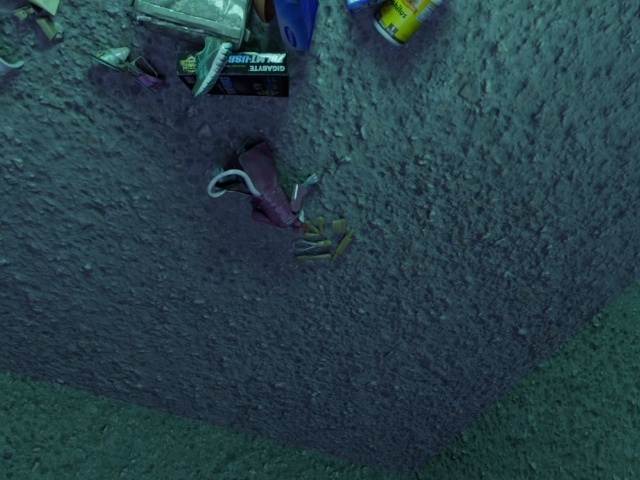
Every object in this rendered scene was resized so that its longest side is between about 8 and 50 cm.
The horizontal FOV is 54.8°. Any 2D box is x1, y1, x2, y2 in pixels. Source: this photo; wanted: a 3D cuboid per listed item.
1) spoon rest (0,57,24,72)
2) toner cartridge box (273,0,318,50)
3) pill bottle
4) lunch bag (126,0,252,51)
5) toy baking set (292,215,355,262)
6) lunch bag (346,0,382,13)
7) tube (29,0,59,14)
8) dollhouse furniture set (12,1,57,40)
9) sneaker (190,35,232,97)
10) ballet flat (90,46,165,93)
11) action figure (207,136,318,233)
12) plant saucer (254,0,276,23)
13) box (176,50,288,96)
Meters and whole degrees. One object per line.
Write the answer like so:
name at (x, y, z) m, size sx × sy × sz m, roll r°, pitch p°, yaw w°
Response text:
spoon rest at (-0.956, -0.587, 1.726) m, size 0.137 × 0.084 × 0.276 m, roll -21°, pitch 128°, yaw 15°
toner cartridge box at (-0.068, -0.656, 1.551) m, size 0.075 × 0.165 × 0.348 m, roll 8°, pitch 159°, yaw 9°
pill bottle at (0.251, -0.650, 1.698) m, size 0.117 × 0.117 × 0.215 m, roll 32°, pitch 122°, yaw -26°
lunch bag at (-0.327, -0.621, 1.609) m, size 0.305 × 0.256 × 0.212 m, roll 13°, pitch 128°, yaw -12°
toy baking set at (0.007, 0.001, 2.298) m, size 0.197 × 0.030 × 0.256 m, roll 18°, pitch 127°, yaw -13°
lunch bag at (0.128, -0.674, 1.650) m, size 0.129 × 0.151 × 0.096 m, roll -19°, pitch 128°, yaw 12°
tube at (-0.821, -0.700, 1.654) m, size 0.240 × 0.062 × 0.070 m, roll 19°, pitch 144°, yaw -20°
dollhouse furniture set at (-0.811, -0.601, 1.731) m, size 0.081 × 0.091 × 0.114 m, roll -8°, pitch 135°, yaw 24°
sneaker at (-0.290, -0.440, 1.559) m, size 0.076 × 0.065 × 0.166 m, roll 35°, pitch 107°, yaw 0°
ballet flat at (-0.559, -0.517, 1.816) m, size 0.221 × 0.077 × 0.079 m, roll 28°, pitch 106°, yaw -29°
action figure at (-0.157, -0.152, 2.018) m, size 0.248 × 0.275 × 0.370 m, roll -36°, pitch 109°, yaw 18°
plant saucer at (-0.133, -0.674, 1.615) m, size 0.037 × 0.200 × 0.200 m, roll 17°, pitch 129°, yaw 3°
box at (-0.235, -0.465, 1.737) m, size 0.293 × 0.295 × 0.073 m, roll -1°, pitch 93°, yaw -3°
